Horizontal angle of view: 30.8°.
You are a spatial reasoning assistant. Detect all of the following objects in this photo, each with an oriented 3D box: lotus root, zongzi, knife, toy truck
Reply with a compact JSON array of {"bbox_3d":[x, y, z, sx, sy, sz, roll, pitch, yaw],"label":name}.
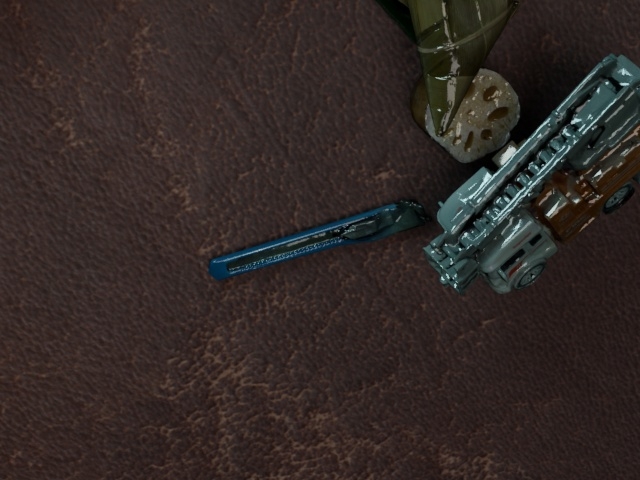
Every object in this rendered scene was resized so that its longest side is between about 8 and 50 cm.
[{"bbox_3d":[0.175,-0.164,1.419,0.122,0.081,0.112,39,99,-23],"label":"lotus root"},{"bbox_3d":[0.177,-0.219,1.351,0.160,0.078,0.176,-15,96,-37],"label":"zongzi"},{"bbox_3d":[0.001,0.001,1.483,0.296,0.026,0.044,-17,127,-5],"label":"knife"},{"bbox_3d":[0.265,-0.069,1.403,0.338,0.133,0.184,-42,155,8],"label":"toy truck"}]

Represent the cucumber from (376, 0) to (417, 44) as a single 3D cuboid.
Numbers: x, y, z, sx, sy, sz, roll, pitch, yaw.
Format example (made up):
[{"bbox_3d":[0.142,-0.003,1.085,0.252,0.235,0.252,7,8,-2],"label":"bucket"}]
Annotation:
[{"bbox_3d":[0.066,-0.319,1.330,0.056,0.056,0.284,-37,126,5],"label":"cucumber"}]
